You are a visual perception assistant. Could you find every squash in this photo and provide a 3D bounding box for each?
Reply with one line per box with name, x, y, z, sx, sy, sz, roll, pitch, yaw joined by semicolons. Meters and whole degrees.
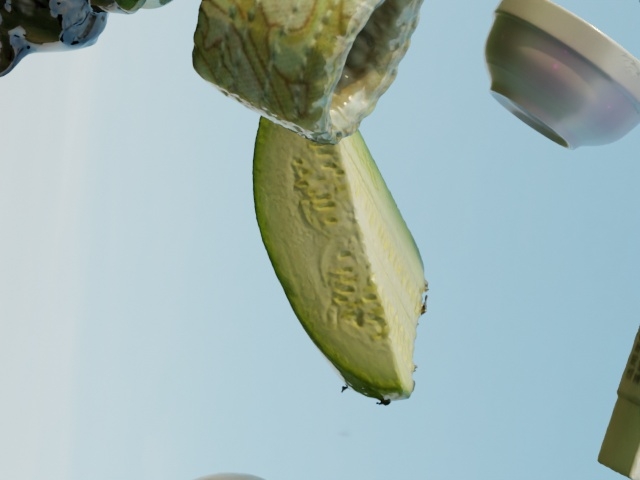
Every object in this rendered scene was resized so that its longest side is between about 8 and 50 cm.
squash;0.000;0.000;1.370;0.111;0.288;0.203;-13;-141;23

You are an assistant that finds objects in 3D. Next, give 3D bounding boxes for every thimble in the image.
thimble;-0.007;-0.190;1.190;0.143;0.137;0.190;32;-82;23

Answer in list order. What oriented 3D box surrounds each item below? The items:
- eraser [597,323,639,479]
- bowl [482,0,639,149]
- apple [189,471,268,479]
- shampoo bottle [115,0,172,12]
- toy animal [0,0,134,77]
eraser;0.287;0.078;0.984;0.210;0.124;0.068;-71;-161;1
bowl;0.354;-0.237;2.085;0.144;0.287;0.287;-54;-156;3
apple;-0.116;0.402;1.629;0.257;0.234;0.257;43;-35;41
shampoo bottle;-0.143;-0.288;1.279;0.118;0.087;0.234;-44;-158;43
toy animal;-0.336;-0.270;1.409;0.194;0.344;0.302;-52;153;-56
